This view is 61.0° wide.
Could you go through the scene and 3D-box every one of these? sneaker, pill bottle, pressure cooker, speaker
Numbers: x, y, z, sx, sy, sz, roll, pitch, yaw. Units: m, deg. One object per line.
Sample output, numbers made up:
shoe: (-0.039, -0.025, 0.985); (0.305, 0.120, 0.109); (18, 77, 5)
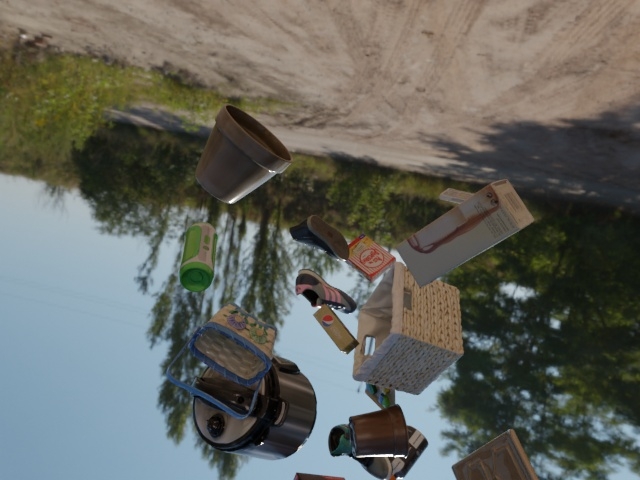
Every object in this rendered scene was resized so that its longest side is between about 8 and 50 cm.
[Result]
sneaker: (0.135, 0.821, 2.124); (0.178, 0.123, 0.295); (22, -174, -46)
sneaker: (0.016, 0.255, 2.324); (0.319, 0.131, 0.112); (34, 137, -19)
pill bottle: (0.351, 0.939, 2.362); (0.130, 0.130, 0.246); (14, -131, 47)
sneaker: (0.000, 0.000, 1.901); (0.118, 0.083, 0.222); (-18, 128, 43)
pressure cooker: (-0.251, 0.597, 1.981); (0.420, 0.370, 0.375); (38, -160, -48)
speaker: (-0.435, 0.054, 1.946); (0.131, 0.131, 0.296); (9, -149, -13)

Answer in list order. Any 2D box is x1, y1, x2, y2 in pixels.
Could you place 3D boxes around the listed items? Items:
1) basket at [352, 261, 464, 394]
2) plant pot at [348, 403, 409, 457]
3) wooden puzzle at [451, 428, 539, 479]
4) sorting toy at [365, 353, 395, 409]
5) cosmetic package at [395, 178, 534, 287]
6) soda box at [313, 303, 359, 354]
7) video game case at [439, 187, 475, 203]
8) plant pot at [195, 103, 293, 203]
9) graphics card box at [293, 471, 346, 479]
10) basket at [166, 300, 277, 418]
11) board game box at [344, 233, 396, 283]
basket: (0.298, 0.320, 1.902); (0.266, 0.331, 0.328); (22, -138, -10)
plant pot: (0.180, 0.619, 1.745); (0.165, 0.167, 0.167); (-4, -174, -7)
wooden puzzle: (0.548, 0.754, 1.565); (0.081, 0.348, 0.322); (-2, -128, -26)
sorting toy: (0.235, 0.593, 2.205); (0.038, 0.208, 0.193); (-18, -148, -28)
cosmetic package: (0.356, -0.017, 1.356); (0.296, 0.129, 0.153); (-37, 170, 32)
soda box: (0.053, 0.309, 1.890); (0.181, 0.061, 0.058); (49, -176, 35)
video game case: (0.568, -0.163, 2.105); (0.183, 0.023, 0.201); (16, -163, 19)
plant pot: (-0.312, -0.301, 2.040); (0.323, 0.280, 0.323); (38, -163, -14)
graphics card box: (0.046, 1.053, 2.118); (0.233, 0.094, 0.371); (16, -175, -20)
basket: (-0.269, 0.333, 1.554); (0.255, 0.289, 0.201); (32, 137, -9)
board game box: (0.194, 0.073, 2.261); (0.147, 0.045, 0.193); (-37, -124, -25)
